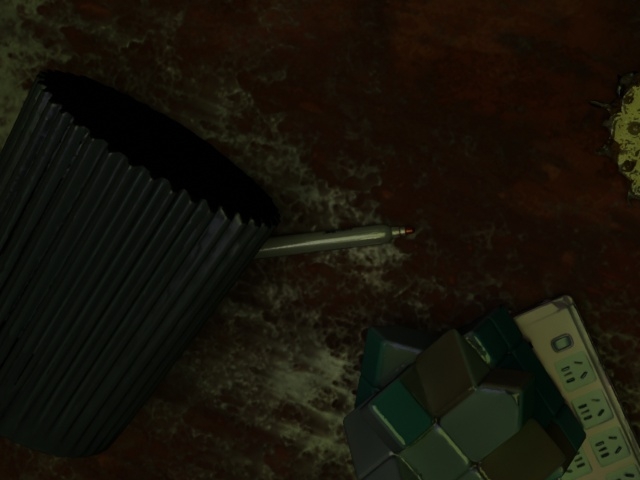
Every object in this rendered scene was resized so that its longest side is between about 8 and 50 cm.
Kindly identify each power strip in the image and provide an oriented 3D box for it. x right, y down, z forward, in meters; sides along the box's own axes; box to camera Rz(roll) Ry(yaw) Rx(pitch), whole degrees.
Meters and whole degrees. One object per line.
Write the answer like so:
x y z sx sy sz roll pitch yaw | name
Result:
0.285 0.195 1.492 0.109 0.037 0.279 -25 91 9 | power strip

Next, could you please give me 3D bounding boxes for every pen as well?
0.000 0.000 1.521 0.218 0.026 0.026 -7 93 8 | pen

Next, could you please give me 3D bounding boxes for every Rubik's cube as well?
0.143 0.192 1.400 0.224 0.213 0.265 -35 87 27 | Rubik's cube

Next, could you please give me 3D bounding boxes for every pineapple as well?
0.404 -0.121 1.452 0.221 0.047 0.221 1 95 8 | pineapple

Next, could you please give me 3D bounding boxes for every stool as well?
-0.254 0.031 1.431 0.297 0.297 0.330 35 102 4 | stool
